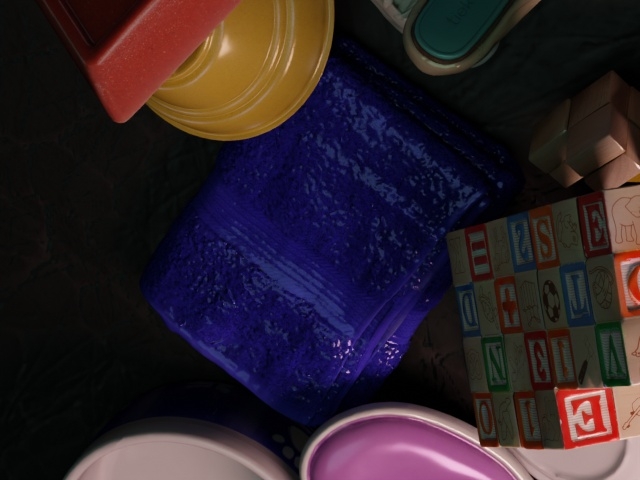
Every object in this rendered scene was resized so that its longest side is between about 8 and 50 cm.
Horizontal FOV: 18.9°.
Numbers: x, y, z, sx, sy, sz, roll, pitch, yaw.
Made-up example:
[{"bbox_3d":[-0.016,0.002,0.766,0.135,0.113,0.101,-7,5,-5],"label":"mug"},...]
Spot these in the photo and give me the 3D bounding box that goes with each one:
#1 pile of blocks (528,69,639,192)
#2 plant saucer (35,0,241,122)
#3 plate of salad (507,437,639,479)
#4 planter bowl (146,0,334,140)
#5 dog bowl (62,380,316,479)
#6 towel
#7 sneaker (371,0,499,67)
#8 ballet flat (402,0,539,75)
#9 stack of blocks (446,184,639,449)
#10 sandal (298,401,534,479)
[{"bbox_3d":[0.333,-0.040,1.407,0.362,0.113,0.149,-1,129,14],"label":"pile of blocks"},{"bbox_3d":[-0.143,-0.266,1.436,0.258,0.047,0.259,-44,64,21],"label":"plant saucer"},{"bbox_3d":[0.205,0.128,1.578,0.200,0.048,0.200,26,134,31],"label":"plate of salad"},{"bbox_3d":[-0.104,-0.178,1.496,0.217,0.090,0.217,7,106,28],"label":"planter bowl"},{"bbox_3d":[-0.103,0.263,1.726,0.265,0.104,0.265,7,117,15],"label":"dog bowl"},{"bbox_3d":[0.000,0.000,1.584,0.227,0.076,0.308,34,120,0],"label":"towel"},{"bbox_3d":[0.047,-0.218,1.456,0.090,0.095,0.235,-36,102,27],"label":"sneaker"},{"bbox_3d":[0.155,-0.217,1.416,0.248,0.086,0.086,-45,95,0],"label":"ballet flat"},{"bbox_3d":[0.191,0.059,1.365,0.087,0.297,0.171,-8,86,-16],"label":"stack of blocks"},{"bbox_3d":[0.150,0.297,1.626,0.169,0.102,0.416,-40,108,7],"label":"sandal"}]
